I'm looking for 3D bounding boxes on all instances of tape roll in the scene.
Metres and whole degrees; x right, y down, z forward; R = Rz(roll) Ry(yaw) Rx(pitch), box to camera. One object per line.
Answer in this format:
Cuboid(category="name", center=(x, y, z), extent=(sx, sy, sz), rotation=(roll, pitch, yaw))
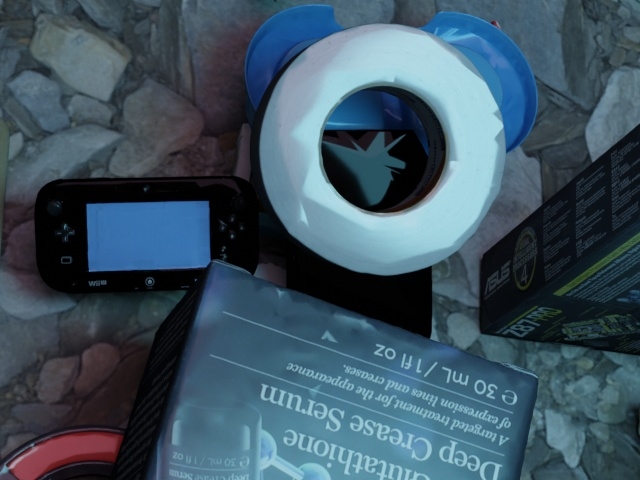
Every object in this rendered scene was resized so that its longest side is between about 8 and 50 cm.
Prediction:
Cuboid(category="tape roll", center=(0.049, -0.080, 1.294), extent=(0.219, 0.072, 0.219), rotation=(0, 92, -8))

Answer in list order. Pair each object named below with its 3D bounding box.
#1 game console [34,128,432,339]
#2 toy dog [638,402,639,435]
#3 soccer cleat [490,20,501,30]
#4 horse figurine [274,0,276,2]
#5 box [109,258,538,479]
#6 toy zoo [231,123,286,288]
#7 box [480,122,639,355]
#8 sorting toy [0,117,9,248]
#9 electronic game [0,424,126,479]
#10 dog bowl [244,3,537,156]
Cuboid(category="game console", center=(-0.076, 0.007, 1.337), extent=(0.361, 0.044, 0.213), rotation=(-1, 94, -7))
Cuboid(category="toy dog", center=(0.548, 0.189, 1.330), extent=(0.408, 0.395, 0.284), rotation=(-13, 65, -11))
Cuboid(category="soccer cleat", center=(0.192, -0.193, 1.561), extent=(0.036, 0.029, 0.083), rotation=(3, 73, -24))
Cuboid(category="horse figurine", center=(-0.036, -0.374, 1.544), extent=(0.174, 0.066, 0.263), rotation=(-20, 79, -27))
Cuboid(category="box", center=(-0.030, 0.263, 1.185), extent=(0.294, 0.212, 0.395), rotation=(20, 67, -11))
Cuboid(category="toy zoo", center=(0.000, 0.000, 1.434), extent=(0.192, 0.030, 0.293), rotation=(12, 68, -11))
Cuboid(category="box", center=(0.358, 0.019, 1.327), extent=(0.318, 0.395, 0.097), rotation=(6, 71, -12))
Cuboid(category="sorting toy", center=(-0.399, 0.005, 1.294), extent=(0.229, 0.041, 0.307), rotation=(6, 61, -14))
Cuboid(category="electronic game", center=(-0.197, 0.272, 1.270), extent=(0.229, 0.048, 0.229), rotation=(5, 70, -13))
Cuboid(category="dog bowl", center=(0.064, -0.140, 1.449), extent=(0.297, 0.074, 0.165), rotation=(0, 68, -15))
